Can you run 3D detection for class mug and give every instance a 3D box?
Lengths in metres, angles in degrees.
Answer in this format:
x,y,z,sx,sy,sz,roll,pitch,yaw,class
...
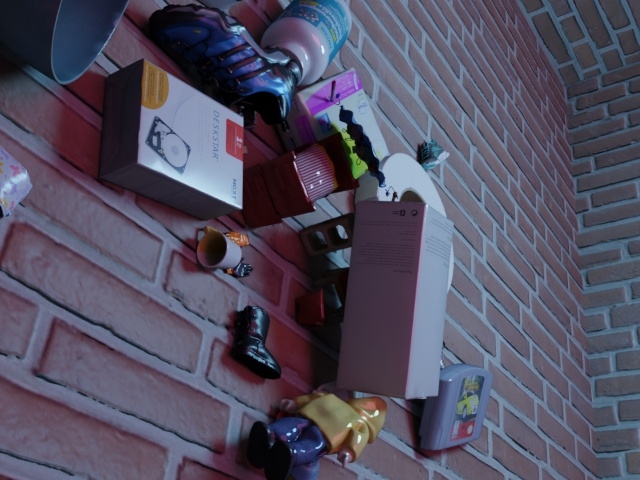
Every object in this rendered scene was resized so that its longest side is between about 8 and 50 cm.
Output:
x,y,z,sx,sy,sz,roll,pitch,yaw,class
-0.166,0.014,1.260,0.064,0.062,0.078,26,62,-60,mug

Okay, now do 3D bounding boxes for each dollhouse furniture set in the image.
x,y,z,sx,sy,sz,roll,pitch,yaw,class
0.000,0.000,1.431,0.201,0.152,0.374,-37,108,-56,dollhouse furniture set

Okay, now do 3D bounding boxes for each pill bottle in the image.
x,y,z,sx,sy,sz,roll,pitch,yaw,class
-0.036,-0.419,1.559,0.146,0.146,0.264,57,36,-26,pill bottle

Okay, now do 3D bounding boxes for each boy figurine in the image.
x,y,z,sx,sy,sz,roll,pitch,yaw,class
0.005,0.325,1.284,0.285,0.177,0.092,-5,118,-49,boy figurine

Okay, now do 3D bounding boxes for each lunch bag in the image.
x,y,z,sx,sy,sz,roll,pitch,yaw,class
-0.411,-0.073,0.926,0.083,0.053,0.071,46,39,-23,lunch bag

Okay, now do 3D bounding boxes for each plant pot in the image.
x,y,z,sx,sy,sz,roll,pitch,yaw,class
-0.366,-0.378,0.959,0.195,0.290,0.290,25,48,-7,plant pot

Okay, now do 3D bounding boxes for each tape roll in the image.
x,y,z,sx,sy,sz,roll,pitch,yaw,class
0.216,-0.025,1.851,0.392,0.072,0.392,28,55,-49,tape roll

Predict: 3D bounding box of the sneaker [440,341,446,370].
x,y,z,sx,sy,sz,roll,pitch,yaw,class
0.282,0.283,1.827,0.075,0.063,0.170,-25,93,-51,sneaker

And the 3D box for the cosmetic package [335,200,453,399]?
x,y,z,sx,sy,sz,roll,pitch,yaw,class
0.153,0.120,1.460,0.197,0.155,0.365,25,72,-62,cosmetic package

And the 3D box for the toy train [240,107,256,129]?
x,y,z,sx,sy,sz,roll,pitch,yaw,class
-0.136,-0.266,1.431,0.036,0.027,0.158,77,10,-47,toy train

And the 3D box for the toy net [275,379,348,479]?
x,y,z,sx,sy,sz,roll,pitch,yaw,class
-0.021,0.335,1.369,0.122,0.045,0.232,38,36,-2,toy net

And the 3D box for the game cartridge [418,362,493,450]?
x,y,z,sx,sy,sz,roll,pitch,yaw,class
0.339,0.400,1.815,0.294,0.060,0.196,10,88,-55,game cartridge

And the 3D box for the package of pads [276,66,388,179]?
x,y,z,sx,sy,sz,roll,pitch,yaw,class
0.030,-0.236,1.625,0.296,0.101,0.229,-42,112,-54,package of pads

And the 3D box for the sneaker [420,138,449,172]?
x,y,z,sx,sy,sz,roll,pitch,yaw,class
0.306,-0.242,2.105,0.076,0.065,0.166,54,31,-2,sneaker

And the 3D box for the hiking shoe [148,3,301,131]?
x,y,z,sx,sy,sz,roll,pitch,yaw,class
-0.162,-0.309,1.310,0.304,0.113,0.132,19,64,-31,hiking shoe

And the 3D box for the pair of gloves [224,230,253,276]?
x,y,z,sx,sy,sz,roll,pitch,yaw,class
-0.148,0.024,1.327,0.074,0.010,0.083,6,73,-56,pair of gloves

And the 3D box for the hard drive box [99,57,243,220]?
x,y,z,sx,sy,sz,roll,pitch,yaw,class
-0.233,-0.155,1.199,0.232,0.089,0.181,24,58,-51,hard drive box

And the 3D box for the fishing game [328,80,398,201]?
x,y,z,sx,sy,sz,roll,pitch,yaw,class
0.076,-0.183,1.471,0.264,0.041,0.189,61,-2,2,fishing game

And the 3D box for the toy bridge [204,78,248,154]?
x,y,z,sx,sy,sz,roll,pitch,yaw,class
-0.182,-0.241,1.371,0.063,0.026,0.188,-13,88,-56,toy bridge

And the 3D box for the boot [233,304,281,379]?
x,y,z,sx,sy,sz,roll,pitch,yaw,class
-0.105,0.178,1.301,0.121,0.045,0.099,43,41,-39,boot

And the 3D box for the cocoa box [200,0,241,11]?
x,y,z,sx,sy,sz,roll,pitch,yaw,class
-0.182,-0.653,1.356,0.231,0.228,0.347,20,60,-52,cocoa box
